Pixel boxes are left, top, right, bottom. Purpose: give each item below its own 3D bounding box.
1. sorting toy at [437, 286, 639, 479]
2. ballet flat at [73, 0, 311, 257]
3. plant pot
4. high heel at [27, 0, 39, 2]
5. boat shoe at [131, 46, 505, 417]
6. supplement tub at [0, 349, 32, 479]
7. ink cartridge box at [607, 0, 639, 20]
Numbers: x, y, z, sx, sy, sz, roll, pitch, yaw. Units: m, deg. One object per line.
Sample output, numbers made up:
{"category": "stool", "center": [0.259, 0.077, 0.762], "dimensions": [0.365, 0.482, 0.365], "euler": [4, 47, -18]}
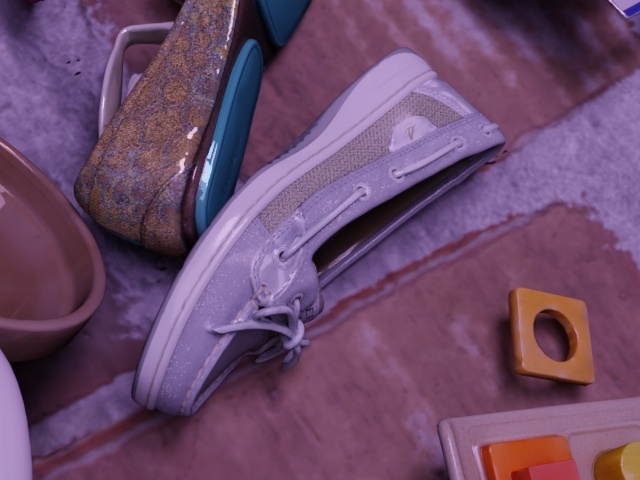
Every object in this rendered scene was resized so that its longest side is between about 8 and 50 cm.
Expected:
{"category": "sorting toy", "center": [0.176, 0.187, 0.761], "dimensions": [0.196, 0.047, 0.347], "euler": [0, 67, -31]}
{"category": "ballet flat", "center": [-0.078, -0.152, 0.853], "dimensions": [0.123, 0.123, 0.348], "euler": [20, 67, -2]}
{"category": "plant pot", "center": [-0.258, 0.007, 0.728], "dimensions": [0.237, 0.237, 0.109], "euler": [41, 108, 7]}
{"category": "high heel", "center": [-0.265, -0.267, 0.870], "dimensions": [0.117, 0.082, 0.244], "euler": [-8, 67, -20]}
{"category": "boat shoe", "center": [0.000, 0.000, 0.802], "dimensions": [0.103, 0.118, 0.320], "euler": [37, 61, 10]}
{"category": "supplement tub", "center": [-0.280, 0.114, 0.511], "dimensions": [0.272, 0.191, 0.191], "euler": [10, 65, -36]}
{"category": "ink cartridge box", "center": [0.144, -0.312, 0.947], "dimensions": [0.176, 0.069, 0.371], "euler": [-30, 73, -40]}
